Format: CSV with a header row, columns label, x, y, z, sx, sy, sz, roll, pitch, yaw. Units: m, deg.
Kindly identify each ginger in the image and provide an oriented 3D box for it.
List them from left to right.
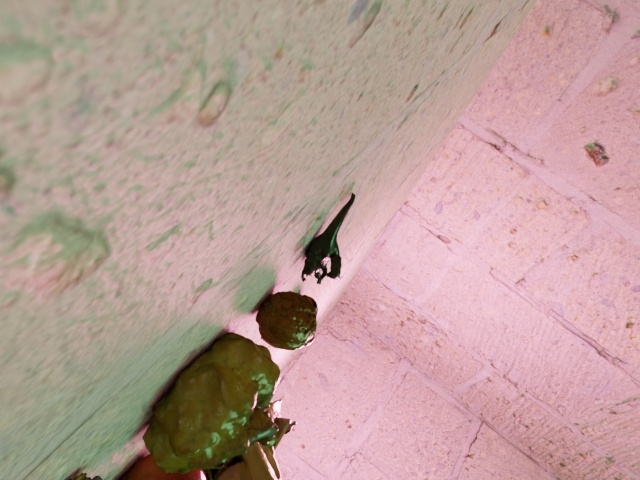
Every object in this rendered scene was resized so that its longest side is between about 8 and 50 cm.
label,x,y,z,sx,sy,sz,roll,pitch,yaw
ginger,-0.163,0.625,1.441,0.413,0.211,0.358,-68,149,-51

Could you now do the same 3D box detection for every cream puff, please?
label,x,y,z,sx,sy,sz,roll,pitch,yaw
cream puff,-0.165,0.304,0.819,0.282,0.185,0.282,-54,171,-12
cream puff,-0.065,0.158,0.954,0.144,0.126,0.103,-52,162,-76

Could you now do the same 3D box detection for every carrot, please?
label,x,y,z,sx,sy,sz,roll,pitch,yaw
carrot,-0.048,0.207,1.362,0.082,0.082,0.173,-50,170,-17

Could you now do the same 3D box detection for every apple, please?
label,x,y,z,sx,sy,sz,roll,pitch,yaw
apple,-0.324,0.508,0.911,0.201,0.162,0.201,-42,158,-21

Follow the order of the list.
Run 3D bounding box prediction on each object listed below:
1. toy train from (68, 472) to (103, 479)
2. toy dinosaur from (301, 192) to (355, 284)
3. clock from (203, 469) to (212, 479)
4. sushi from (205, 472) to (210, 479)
label,x,y,z,sx,sy,sz,roll,pitch,yaw
toy train,-0.345,0.366,0.553,0.081,0.060,0.202,-49,174,29
toy dinosaur,0.000,0.000,1.011,0.187,0.087,0.179,142,-45,-59
clock,-0.400,0.737,1.530,0.220,0.106,0.255,-42,180,-9
sushi,-0.450,0.738,1.198,0.373,0.100,0.296,-49,176,-27
